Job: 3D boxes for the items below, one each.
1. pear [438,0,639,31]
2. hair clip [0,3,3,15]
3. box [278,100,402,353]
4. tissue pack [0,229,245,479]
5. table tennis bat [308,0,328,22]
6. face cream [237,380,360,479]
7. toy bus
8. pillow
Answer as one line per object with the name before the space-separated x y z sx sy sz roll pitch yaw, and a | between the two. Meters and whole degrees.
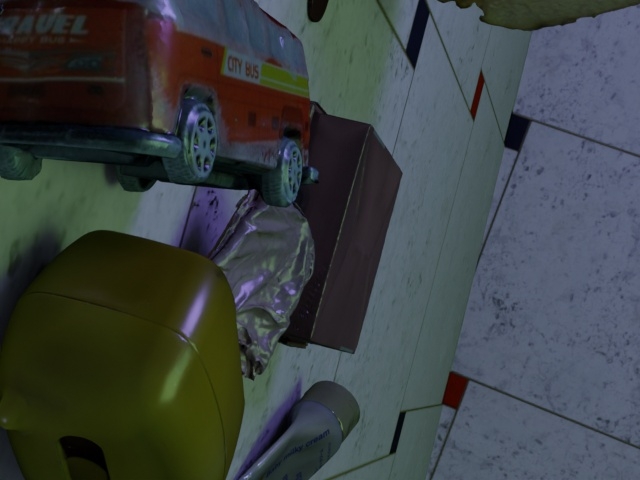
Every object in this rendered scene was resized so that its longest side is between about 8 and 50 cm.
pear | 0.223 -0.378 1.054 0.386 0.340 0.191 150 -48 -64
hair clip | -0.140 -0.189 0.443 0.072 0.034 0.225 -1 106 -71
box | 0.000 0.000 1.042 0.215 0.086 0.215 37 68 -73
tissue pack | -0.112 0.095 0.630 0.178 0.123 0.127 89 16 -47
table tennis bat | 0.003 -0.238 0.989 0.050 0.007 0.083 -27 131 -71
face cream | -0.037 0.246 1.202 0.224 0.070 0.114 -45 147 -48
toy bus | -0.086 -0.084 0.595 0.265 0.121 0.119 3 92 -75
pillow | -0.075 0.069 0.827 0.248 0.049 0.135 -58 148 -28
